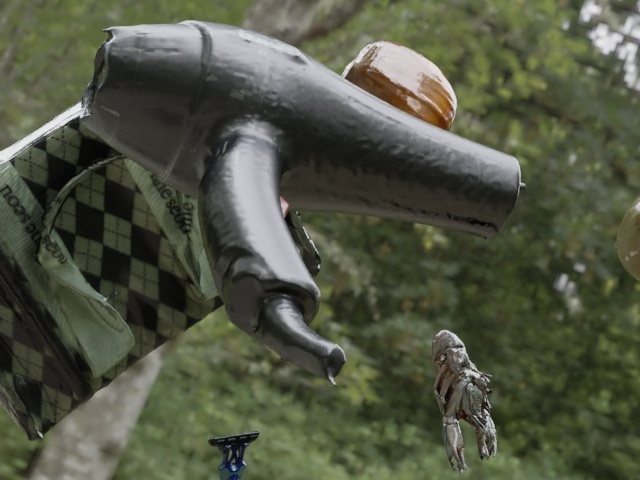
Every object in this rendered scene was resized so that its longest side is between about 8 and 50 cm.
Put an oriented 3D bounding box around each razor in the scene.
[{"bbox_3d":[-0.087,0.215,1.231,0.044,0.154,0.028,-3,39,-36],"label":"razor"}]

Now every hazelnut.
[{"bbox_3d":[0.076,-0.151,1.789,0.150,0.150,0.150,19,-21,8],"label":"hazelnut"}]

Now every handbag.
[{"bbox_3d":[-0.229,0.003,1.754,0.317,0.416,0.180,59,-10,-14],"label":"handbag"}]

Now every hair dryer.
[{"bbox_3d":[0.000,0.000,0.725,0.235,0.272,0.091,17,-58,-15],"label":"hair dryer"}]

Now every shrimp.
[{"bbox_3d":[0.092,0.101,0.972,0.038,0.092,0.029,6,-22,-25],"label":"shrimp"}]

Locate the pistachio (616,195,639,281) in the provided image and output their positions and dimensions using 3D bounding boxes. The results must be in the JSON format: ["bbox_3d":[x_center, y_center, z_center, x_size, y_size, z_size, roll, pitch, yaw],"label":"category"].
[{"bbox_3d":[0.374,-0.002,1.529,0.136,0.136,0.226,28,-15,-16],"label":"pistachio"}]
